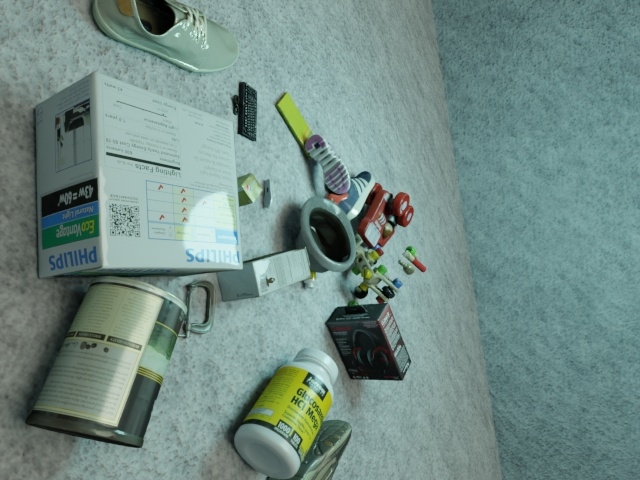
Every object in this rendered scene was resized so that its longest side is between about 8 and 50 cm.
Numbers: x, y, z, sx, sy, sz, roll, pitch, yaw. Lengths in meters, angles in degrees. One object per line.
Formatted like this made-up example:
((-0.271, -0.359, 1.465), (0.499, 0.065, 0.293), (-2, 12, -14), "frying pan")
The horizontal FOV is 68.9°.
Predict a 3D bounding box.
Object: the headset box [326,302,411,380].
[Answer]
((0.169, 0.352, 1.672), (0.110, 0.218, 0.293), (-46, 119, -50), "headset box")

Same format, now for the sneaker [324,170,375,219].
((0.108, -0.210, 1.829), (0.148, 0.131, 0.350), (43, 34, -11), "sneaker")

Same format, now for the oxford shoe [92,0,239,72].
((-0.362, -0.555, 1.232), (0.449, 0.130, 0.169), (-9, 87, -57), "oxford shoe")

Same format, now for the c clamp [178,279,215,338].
((-0.319, 0.174, 1.192), (0.137, 0.022, 0.160), (28, 60, -49), "c clamp")

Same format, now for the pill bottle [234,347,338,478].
((-0.078, 0.468, 1.313), (0.334, 0.188, 0.187), (-52, 123, -48), "pill bottle")

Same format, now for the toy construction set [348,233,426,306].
((0.201, 0.082, 1.743), (0.237, 0.309, 0.257), (39, 43, -38), "toy construction set")

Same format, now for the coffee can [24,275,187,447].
((-0.398, 0.234, 0.902), (0.201, 0.202, 0.275), (41, 49, -42), "coffee can")

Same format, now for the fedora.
((0.000, 0.000, 1.582), (0.244, 0.124, 0.275), (13, 54, -41), "fedora")

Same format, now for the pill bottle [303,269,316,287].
((-0.036, 0.121, 1.593), (0.043, 0.044, 0.083), (22, 63, -51), "pill bottle")

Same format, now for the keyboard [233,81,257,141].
((-0.234, -0.411, 1.470), (0.108, 0.023, 0.180), (17, 67, -52), "keyboard")

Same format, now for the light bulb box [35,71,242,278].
((-0.375, -0.104, 1.004), (0.358, 0.226, 0.360), (6, 78, -55), "light bulb box")

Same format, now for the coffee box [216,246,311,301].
((-0.156, 0.094, 1.344), (0.247, 0.141, 0.098), (-16, 94, -57), "coffee box")

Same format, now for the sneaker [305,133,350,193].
((0.042, -0.280, 1.707), (0.236, 0.095, 0.104), (59, 19, 4), "sneaker")

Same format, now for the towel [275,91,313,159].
((-0.080, -0.414, 1.696), (0.237, 0.021, 0.102), (56, 37, -30), "towel")

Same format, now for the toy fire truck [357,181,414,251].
((0.256, -0.082, 1.968), (0.253, 0.170, 0.302), (-61, 153, -9), "toy fire truck")

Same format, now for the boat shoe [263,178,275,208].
((-0.160, -0.146, 1.496), (0.035, 0.035, 0.100), (21, 58, -48), "boat shoe")

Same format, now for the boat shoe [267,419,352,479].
((-0.024, 0.682, 1.410), (0.355, 0.132, 0.130), (-27, 114, -46), "boat shoe")

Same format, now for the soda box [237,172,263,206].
((-0.244, -0.119, 1.235), (0.058, 0.182, 0.061), (58, 39, -28), "soda box")
